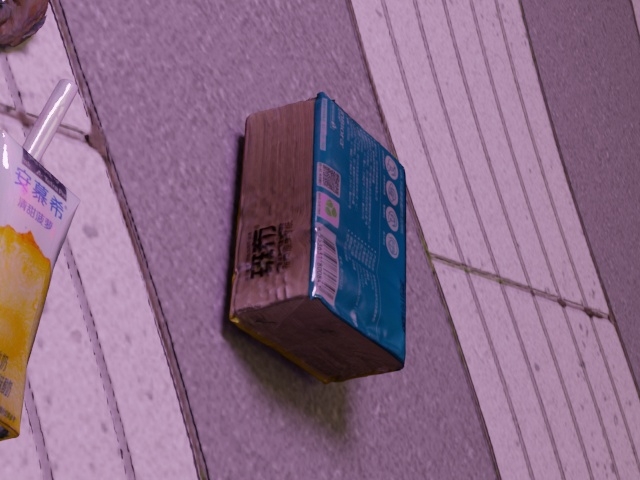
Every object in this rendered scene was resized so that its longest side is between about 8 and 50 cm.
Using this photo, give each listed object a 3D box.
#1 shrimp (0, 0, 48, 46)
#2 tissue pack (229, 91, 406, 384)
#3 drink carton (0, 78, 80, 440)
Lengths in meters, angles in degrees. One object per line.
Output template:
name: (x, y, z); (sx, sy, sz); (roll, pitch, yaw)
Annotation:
shrimp: (-0.205, -0.158, 0.760); (0.223, 0.047, 0.126); (-47, 124, -57)
tissue pack: (0.000, 0.000, 0.958); (0.120, 0.082, 0.169); (38, 44, -44)
drink carton: (-0.170, 0.002, 0.693); (0.084, 0.074, 0.200); (45, 39, -38)
